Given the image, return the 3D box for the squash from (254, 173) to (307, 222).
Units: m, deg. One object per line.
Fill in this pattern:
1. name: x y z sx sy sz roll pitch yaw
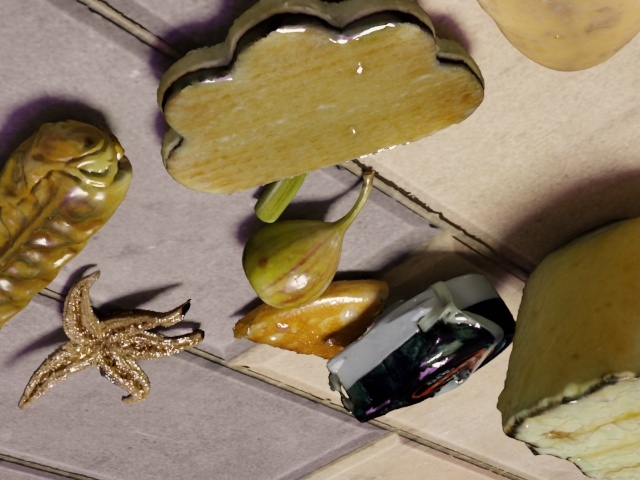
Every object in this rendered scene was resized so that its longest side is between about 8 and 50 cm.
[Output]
1. squash: -0.034 -0.052 1.037 0.027 0.027 0.083 11 138 -29

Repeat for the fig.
1. fig: -0.010 0.004 1.068 0.093 0.093 0.166 18 137 -34

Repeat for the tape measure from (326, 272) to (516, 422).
1. tape measure: 0.124 0.112 1.216 0.182 0.107 0.181 -42 160 29

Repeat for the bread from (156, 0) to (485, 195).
1. bread: -0.010 -0.130 0.909 0.287 0.056 0.207 -15 148 5

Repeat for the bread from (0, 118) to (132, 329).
1. bread: -0.265 -0.012 0.978 0.269 0.098 0.087 -40 178 33

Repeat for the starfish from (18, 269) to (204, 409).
1. starfish: -0.237 0.113 1.189 0.238 0.057 0.213 -23 136 9

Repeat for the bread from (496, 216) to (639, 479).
1. bread: 0.352 0.105 1.181 0.239 0.264 0.395 -22 145 35

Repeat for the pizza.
1. pizza: 0.001 0.089 1.230 0.178 0.041 0.131 -24 140 17

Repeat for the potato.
1. potato: 0.190 -0.214 0.802 0.161 0.128 0.235 -11 153 28
